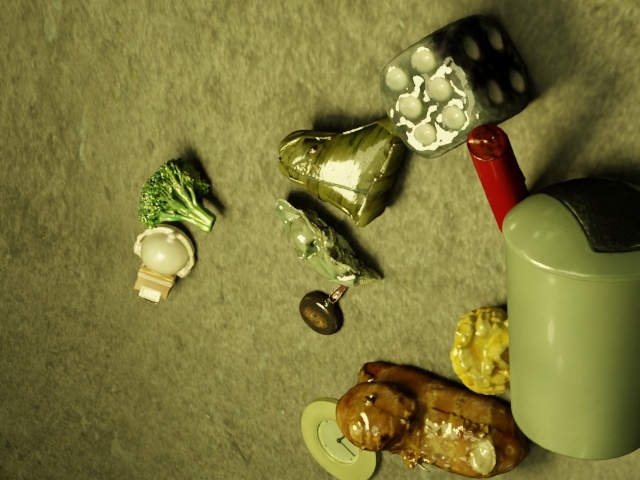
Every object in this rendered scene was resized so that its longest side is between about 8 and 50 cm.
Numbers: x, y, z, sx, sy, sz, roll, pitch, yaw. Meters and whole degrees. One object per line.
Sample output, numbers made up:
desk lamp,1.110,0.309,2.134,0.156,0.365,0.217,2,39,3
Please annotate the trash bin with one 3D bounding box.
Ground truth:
trash bin,0.435,0.112,1.279,0.280,0.280,0.432,16,126,34

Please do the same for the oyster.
oyster,-0.002,0.002,1.719,0.252,0.087,0.199,15,132,43

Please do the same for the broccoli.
broccoli,-0.332,-0.085,1.899,0.194,0.220,0.194,0,86,3

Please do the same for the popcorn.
popcorn,0.332,0.211,1.518,0.180,0.180,0.170,64,163,-7

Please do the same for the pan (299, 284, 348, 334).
pan,0.020,0.147,1.816,0.115,0.040,0.212,44,135,6

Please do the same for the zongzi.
zongzi,0.046,-0.198,1.542,0.250,0.125,0.274,30,128,16

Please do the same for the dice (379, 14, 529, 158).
dice,0.223,-0.254,1.318,0.181,0.183,0.182,-29,91,47

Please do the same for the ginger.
ginger,0.216,0.391,1.651,0.418,0.254,0.176,20,119,26

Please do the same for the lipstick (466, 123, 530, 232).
lipstick,0.303,-0.092,1.308,0.073,0.073,0.280,21,165,31

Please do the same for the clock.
clock,0.050,0.504,2.000,0.235,0.029,0.235,18,122,32

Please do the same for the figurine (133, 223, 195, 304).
figurine,-0.412,0.047,2.080,0.162,0.141,0.237,21,128,-4
